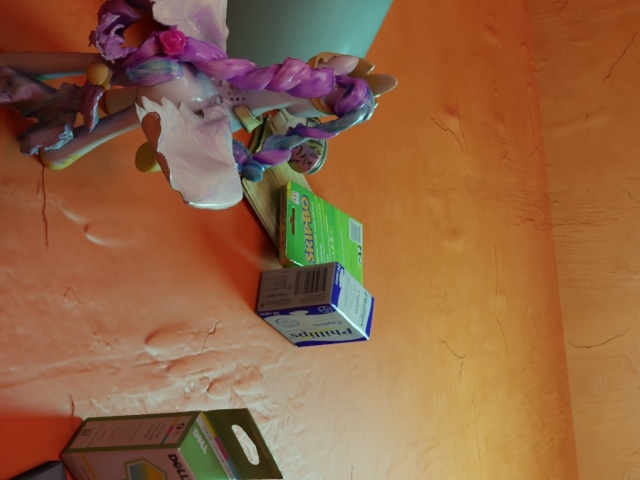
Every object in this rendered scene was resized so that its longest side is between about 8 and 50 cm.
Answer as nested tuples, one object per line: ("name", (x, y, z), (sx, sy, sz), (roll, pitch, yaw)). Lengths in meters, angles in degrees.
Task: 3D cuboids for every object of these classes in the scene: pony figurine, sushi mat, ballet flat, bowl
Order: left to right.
("pony figurine", (-0.143, -0.160, 1.005), (0.351, 0.363, 0.303), (11, 75, -62))
("bowl", (-0.071, -0.264, 1.300), (0.311, 0.311, 0.163), (-17, 119, -63))
("ballet flat", (-0.038, -0.180, 1.509), (0.079, 0.077, 0.222), (42, 24, -27))
("sushi mat", (-0.039, -0.030, 1.558), (0.317, 0.019, 0.151), (61, 33, -38))

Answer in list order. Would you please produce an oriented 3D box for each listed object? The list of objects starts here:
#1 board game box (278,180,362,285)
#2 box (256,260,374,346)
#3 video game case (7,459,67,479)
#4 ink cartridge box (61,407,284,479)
("board game box", (0.000, 0.000, 1.568), (0.259, 0.039, 0.124), (31, 56, -61))
("box", (-0.006, 0.097, 1.475), (0.137, 0.126, 0.072), (45, 45, -50))
("video game case", (-0.318, 0.340, 0.921), (0.274, 0.026, 0.196), (-16, 99, -64))
("ink cartridge box", (-0.156, 0.240, 1.055), (0.109, 0.209, 0.062), (67, 29, -27))
